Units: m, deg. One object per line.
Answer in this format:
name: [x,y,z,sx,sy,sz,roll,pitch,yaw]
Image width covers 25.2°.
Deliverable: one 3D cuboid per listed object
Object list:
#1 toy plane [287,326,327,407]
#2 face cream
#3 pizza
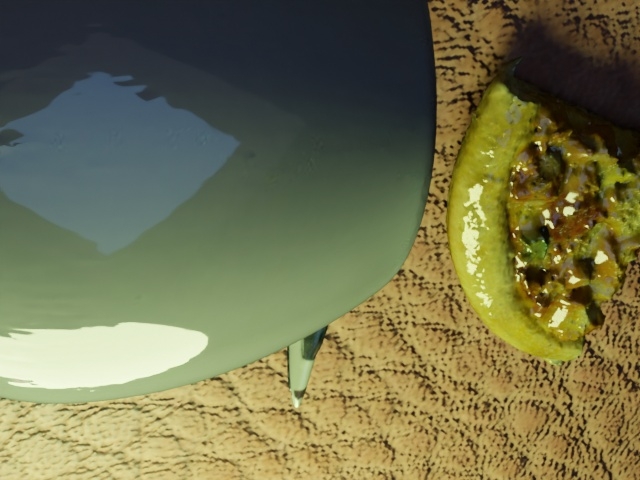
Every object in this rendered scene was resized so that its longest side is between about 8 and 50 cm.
toy plane: [-0.008,-0.011,0.944,0.160,0.082,0.234,1,112,-36]
face cream: [-0.131,-0.063,0.746,0.357,0.219,0.312,-3,113,-19]
pizza: [0.187,-0.017,1.046,0.197,0.058,0.292,-22,131,-10]
